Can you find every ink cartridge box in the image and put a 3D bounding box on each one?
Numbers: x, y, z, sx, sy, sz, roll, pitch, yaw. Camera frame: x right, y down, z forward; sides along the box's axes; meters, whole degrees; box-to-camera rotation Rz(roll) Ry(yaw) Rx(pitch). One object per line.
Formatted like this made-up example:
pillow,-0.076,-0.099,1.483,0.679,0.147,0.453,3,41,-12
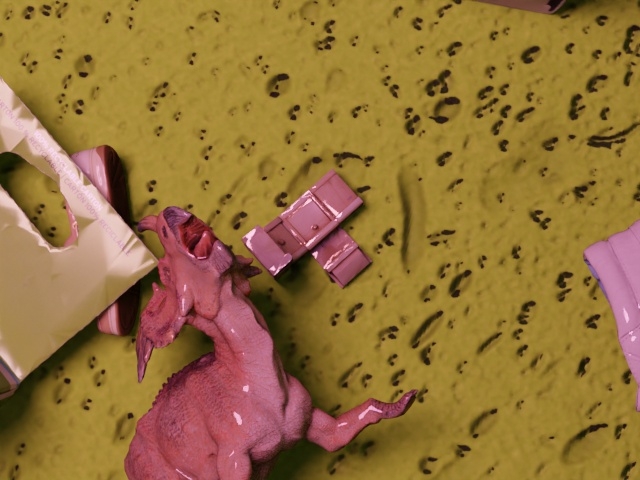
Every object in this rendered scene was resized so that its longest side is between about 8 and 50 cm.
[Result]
ink cartridge box,-0.267,0.029,0.914,0.255,0.097,0.189,-41,87,3

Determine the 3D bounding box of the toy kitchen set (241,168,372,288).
toy kitchen set,0.000,0.000,0.964,0.083,0.075,0.068,-42,87,-3

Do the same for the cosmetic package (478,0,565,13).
cosmetic package,0.137,-0.322,0.951,0.129,0.153,0.296,10,87,0

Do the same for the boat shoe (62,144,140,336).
boat shoe,-0.158,0.002,0.985,0.045,0.050,0.135,-8,83,13

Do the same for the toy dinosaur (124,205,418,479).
toy dinosaur,-0.079,0.125,0.933,0.200,0.127,0.295,37,113,15

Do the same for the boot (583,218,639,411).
boot,0.275,0.098,0.951,0.123,0.095,0.258,-25,77,5
